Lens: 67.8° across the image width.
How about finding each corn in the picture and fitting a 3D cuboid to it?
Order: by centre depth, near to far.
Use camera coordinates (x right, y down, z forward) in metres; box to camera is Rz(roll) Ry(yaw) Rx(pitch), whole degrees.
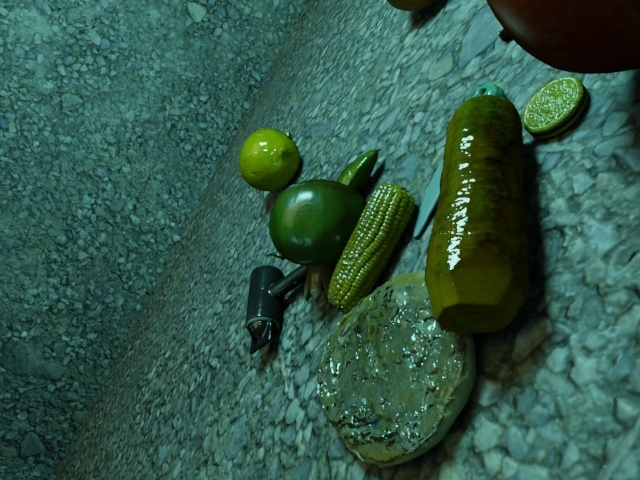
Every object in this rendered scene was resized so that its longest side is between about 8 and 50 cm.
[{"bbox_3d":[0.080,0.013,0.783,0.230,0.080,0.080,-62,24,-2],"label":"corn"}]

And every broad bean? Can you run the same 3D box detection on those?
[{"bbox_3d":[0.018,-0.062,0.991,0.325,0.075,0.067,-51,55,15],"label":"broad bean"}]

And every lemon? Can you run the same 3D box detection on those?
[{"bbox_3d":[-0.150,-0.229,1.378,0.206,0.174,0.173,-49,26,45],"label":"lemon"}]

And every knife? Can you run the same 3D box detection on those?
[{"bbox_3d":[0.204,-0.125,0.749,0.260,0.035,0.063,-61,20,10],"label":"knife"}]

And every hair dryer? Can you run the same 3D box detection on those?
[{"bbox_3d":[-0.065,0.105,0.993,0.248,0.078,0.195,-39,34,31],"label":"hair dryer"}]

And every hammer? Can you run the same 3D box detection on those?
[{"bbox_3d":[0.329,-0.409,0.808,0.065,0.021,0.178,-35,35,47],"label":"hammer"}]

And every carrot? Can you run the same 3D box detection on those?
[{"bbox_3d":[0.192,-0.037,0.579,0.114,0.114,0.301,-30,37,50],"label":"carrot"}]

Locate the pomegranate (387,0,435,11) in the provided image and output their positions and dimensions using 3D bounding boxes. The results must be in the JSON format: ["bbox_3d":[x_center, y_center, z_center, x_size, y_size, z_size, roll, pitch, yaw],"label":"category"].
[{"bbox_3d":[0.211,-0.620,1.072,0.191,0.191,0.191,-44,30,34],"label":"pomegranate"}]

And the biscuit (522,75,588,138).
[{"bbox_3d":[0.300,-0.171,0.613,0.084,0.023,0.083,-43,29,32],"label":"biscuit"}]

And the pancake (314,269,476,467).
[{"bbox_3d":[0.091,0.162,0.641,0.282,0.049,0.282,-43,31,34],"label":"pancake"}]

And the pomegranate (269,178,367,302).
[{"bbox_3d":[-0.001,0.000,0.870,0.187,0.187,0.224,-7,86,61],"label":"pomegranate"}]

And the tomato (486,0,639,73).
[{"bbox_3d":[0.298,-0.304,0.399,0.293,0.325,0.289,2,111,59],"label":"tomato"}]
